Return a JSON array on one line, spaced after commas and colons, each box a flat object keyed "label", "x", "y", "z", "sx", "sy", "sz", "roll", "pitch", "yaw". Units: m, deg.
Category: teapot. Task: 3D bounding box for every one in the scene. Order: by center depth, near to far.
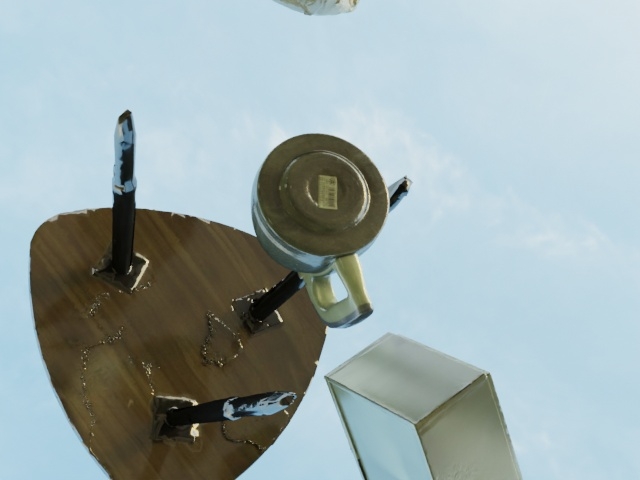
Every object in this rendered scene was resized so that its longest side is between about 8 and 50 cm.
[{"label": "teapot", "x": 0.005, "y": -0.008, "z": 0.826, "sx": 0.149, "sy": 0.108, "sz": 0.111, "roll": 43, "pitch": -115, "yaw": 4}]

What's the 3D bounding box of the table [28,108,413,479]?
[{"label": "table", "x": -0.071, "y": 0.034, "z": 0.876, "sx": 0.317, "sy": 0.249, "sz": 0.317, "roll": 13, "pitch": -121, "yaw": -21}]

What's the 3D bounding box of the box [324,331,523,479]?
[{"label": "box", "x": 0.102, "y": 0.204, "z": 0.853, "sx": 0.086, "sy": 0.129, "sz": 0.225, "roll": -31, "pitch": -64, "yaw": -24}]

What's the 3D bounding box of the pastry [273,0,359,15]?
[{"label": "pastry", "x": -0.022, "y": -0.272, "z": 0.886, "sx": 0.166, "sy": 0.166, "sz": 0.088, "roll": 38, "pitch": -58, "yaw": 9}]
